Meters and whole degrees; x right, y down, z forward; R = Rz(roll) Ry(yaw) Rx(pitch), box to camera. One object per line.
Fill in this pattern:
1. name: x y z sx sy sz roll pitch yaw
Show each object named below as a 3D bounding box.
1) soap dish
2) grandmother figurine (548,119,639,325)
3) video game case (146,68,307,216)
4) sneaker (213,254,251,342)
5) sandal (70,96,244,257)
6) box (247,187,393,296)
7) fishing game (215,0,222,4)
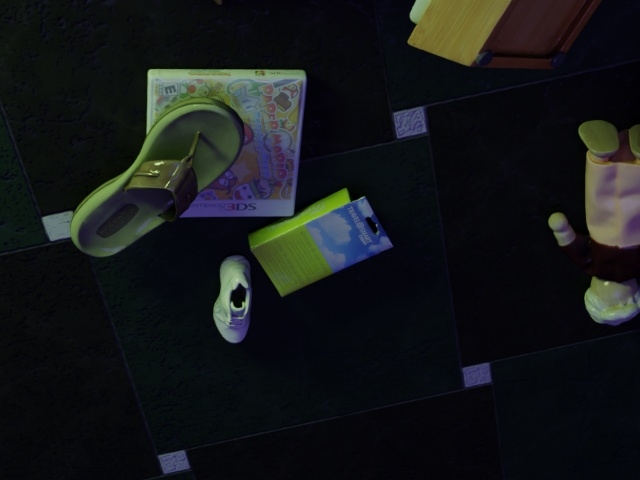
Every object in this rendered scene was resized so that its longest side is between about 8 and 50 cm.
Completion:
1. soap dish: 0.261 -0.333 1.746 0.229 0.118 0.291 -5 135 -47
2. grandmother figurine: 0.435 -0.011 2.099 0.207 0.104 0.342 11 133 16
3. video game case: -0.129 -0.127 1.948 0.206 0.026 0.227 -1 127 -10
4. sneaker: -0.125 0.096 2.100 0.053 0.061 0.152 -4 129 -9
5. sandal: -0.208 -0.065 1.909 0.120 0.086 0.303 33 116 -30
6. box: 0.000 0.000 2.058 0.178 0.042 0.109 -25 128 9
7. fishing game: -0.032 -0.355 1.745 0.264 0.041 0.189 -17 159 20
